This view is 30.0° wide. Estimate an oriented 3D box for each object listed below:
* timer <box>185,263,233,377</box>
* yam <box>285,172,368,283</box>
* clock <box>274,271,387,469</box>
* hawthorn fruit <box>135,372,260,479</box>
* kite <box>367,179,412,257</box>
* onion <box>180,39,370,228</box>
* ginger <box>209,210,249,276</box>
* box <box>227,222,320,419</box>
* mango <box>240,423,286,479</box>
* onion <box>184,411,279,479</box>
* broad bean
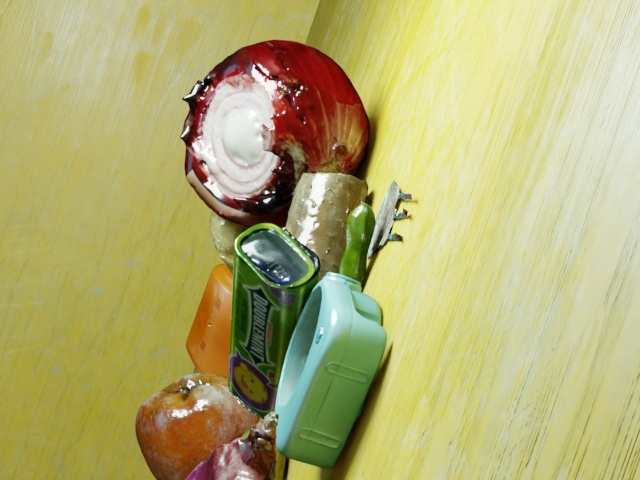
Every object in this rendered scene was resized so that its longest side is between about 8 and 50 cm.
[{"bbox_3d":[-0.173,0.204,2.622,0.257,0.161,0.250,-69,25,15],"label":"timer"},{"bbox_3d":[0.002,0.001,1.922,0.129,0.128,0.238,0,66,37],"label":"yam"},{"bbox_3d":[0.014,0.159,1.640,0.274,0.094,0.223,-88,20,-67],"label":"clock"},{"bbox_3d":[-0.216,0.365,2.203,0.231,0.263,0.235,-35,-20,16],"label":"hawthorn fruit"},{"bbox_3d":[0.102,-0.029,1.738,0.229,0.016,0.127,-158,83,-84],"label":"kite"},{"bbox_3d":[-0.062,-0.184,2.116,0.341,0.341,0.341,-161,90,-81],"label":"onion"},{"bbox_3d":[-0.112,0.113,2.343,0.363,0.122,0.348,51,-150,-76],"label":"ginger"},{"bbox_3d":[-0.078,0.134,1.834,0.097,0.134,0.345,-37,-28,-33],"label":"box"},{"bbox_3d":[-0.101,0.364,1.934,0.194,0.092,0.130,-73,0,-84],"label":"mango"},{"bbox_3d":[-0.130,0.366,1.535,0.267,0.159,0.348,-101,10,-69],"label":"onion"},{"bbox_3d":[0.038,0.063,1.801,0.052,0.053,0.256,27,106,40],"label":"broad bean"}]
